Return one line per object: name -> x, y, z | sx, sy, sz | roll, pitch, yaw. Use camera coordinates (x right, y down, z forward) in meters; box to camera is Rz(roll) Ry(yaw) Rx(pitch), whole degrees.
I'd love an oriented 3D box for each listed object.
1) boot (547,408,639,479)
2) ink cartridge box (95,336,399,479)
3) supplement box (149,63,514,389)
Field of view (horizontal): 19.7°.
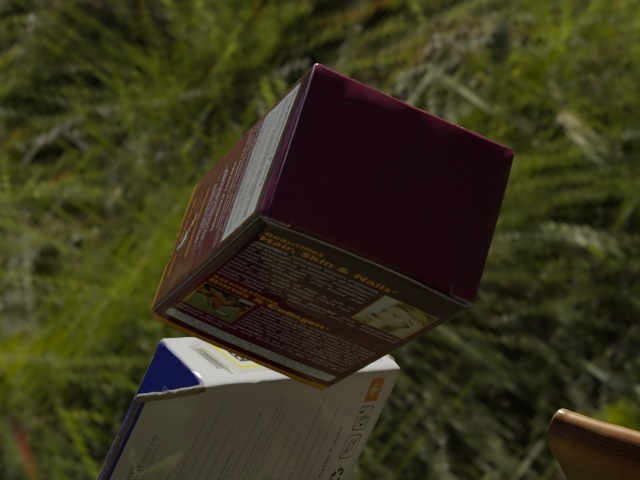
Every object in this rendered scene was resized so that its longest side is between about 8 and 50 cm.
boot -> 0.253, 0.126, 0.919 | 0.096, 0.280, 0.264 | -68, -19, -6
ink cartridge box -> -0.103, 0.202, 1.171 | 0.307, 0.072, 0.303 | 4, -64, -57
supplement box -> 0.000, 0.000, 0.873 | 0.188, 0.104, 0.080 | -38, 32, 64
